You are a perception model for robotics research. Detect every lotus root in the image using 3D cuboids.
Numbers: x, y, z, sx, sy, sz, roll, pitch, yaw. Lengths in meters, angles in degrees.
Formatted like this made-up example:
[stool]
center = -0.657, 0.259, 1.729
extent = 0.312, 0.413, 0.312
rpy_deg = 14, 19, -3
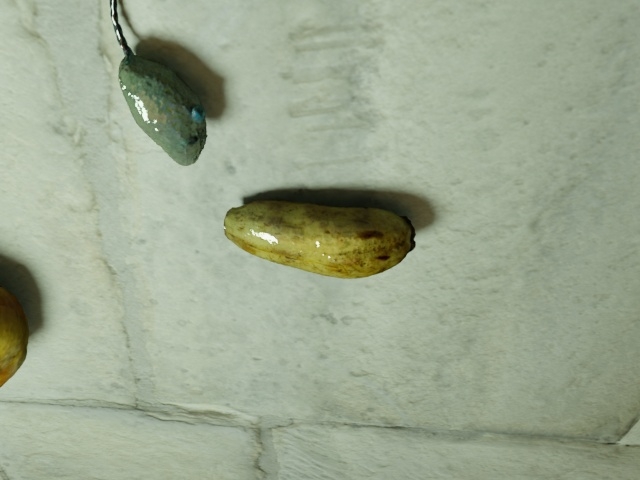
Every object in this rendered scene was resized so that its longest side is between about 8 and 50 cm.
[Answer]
[lotus root]
center = 0.000, 0.000, 0.995
extent = 0.259, 0.097, 0.110
rpy_deg = 5, 143, 2

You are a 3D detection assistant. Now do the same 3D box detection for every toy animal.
[toy animal]
center = -0.188, -0.193, 0.808
extent = 0.079, 0.070, 0.252
rpy_deg = -29, 128, -17

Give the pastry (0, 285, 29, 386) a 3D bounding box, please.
[pastry]
center = -0.610, 0.180, 1.103
extent = 0.356, 0.164, 0.356
rpy_deg = -36, 163, -13
